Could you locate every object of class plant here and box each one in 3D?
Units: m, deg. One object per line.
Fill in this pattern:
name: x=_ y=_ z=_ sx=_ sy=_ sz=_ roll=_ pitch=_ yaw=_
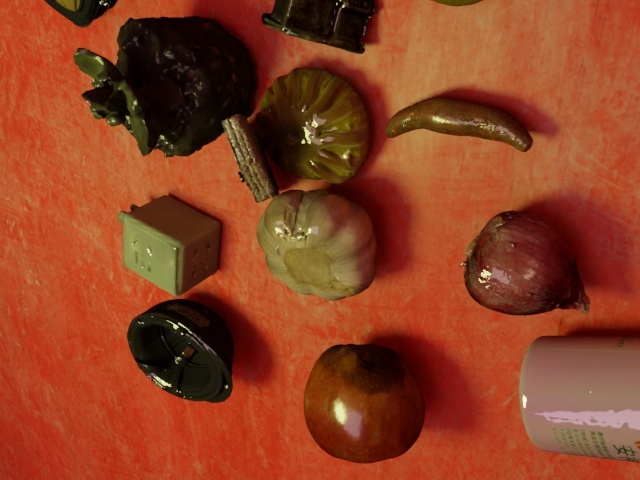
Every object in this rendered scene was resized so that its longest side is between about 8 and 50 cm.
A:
plant: x=-0.274 y=-0.254 z=1.167 sx=0.215 sy=0.312 sz=0.213 roll=36 pitch=134 yaw=13

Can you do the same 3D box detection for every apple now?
apple: x=0.084 y=0.295 z=1.271 sx=0.230 sy=0.230 sz=0.230 roll=18 pitch=124 yaw=29

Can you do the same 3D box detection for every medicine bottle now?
medicine bottle: x=0.452 y=0.224 z=0.969 sx=0.290 sy=0.178 sz=0.178 roll=-6 pitch=110 yaw=38

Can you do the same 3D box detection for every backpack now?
backpack: x=-0.470 y=-0.519 z=1.302 sx=0.206 sy=0.133 sz=0.258 roll=47 pitch=140 yaw=-5

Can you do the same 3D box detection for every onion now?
onion: x=0.309 y=0.048 z=1.003 sx=0.195 sy=0.159 sz=0.159 roll=28 pitch=129 yaw=7

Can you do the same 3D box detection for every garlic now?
garlic: x=-0.002 y=0.002 z=1.205 sx=0.228 sy=0.152 sz=0.228 roll=18 pitch=138 yaw=17

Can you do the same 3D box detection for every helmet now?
helmet: x=-0.291 y=0.235 z=1.553 sx=0.279 sy=0.160 sz=0.230 roll=21 pitch=126 yaw=12

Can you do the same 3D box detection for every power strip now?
power strip: x=-0.343 y=-0.003 z=1.473 sx=0.224 sy=0.139 sz=0.140 roll=26 pitch=128 yaw=24

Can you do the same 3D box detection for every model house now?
model house: x=0.003 y=-0.378 z=1.044 sx=0.165 sy=0.106 sz=0.152 roll=12 pitch=114 yaw=-9

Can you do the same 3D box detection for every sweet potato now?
sweet potato: x=0.196 y=-0.180 z=1.024 sx=0.255 sy=0.058 sz=0.078 roll=11 pitch=141 yaw=37

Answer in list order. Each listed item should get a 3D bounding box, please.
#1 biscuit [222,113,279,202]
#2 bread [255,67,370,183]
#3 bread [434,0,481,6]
biscuit: x=-0.118 y=-0.139 z=1.179 sx=0.046 sy=0.250 sz=0.147 roll=-21 pitch=94 yaw=1
bread: x=-0.017 y=-0.190 z=1.149 sx=0.213 sy=0.105 sz=0.213 roll=17 pitch=120 yaw=31
bread: x=0.098 y=-0.458 z=0.854 sx=0.376 sy=0.208 sz=0.251 roll=34 pitch=135 yaw=13
